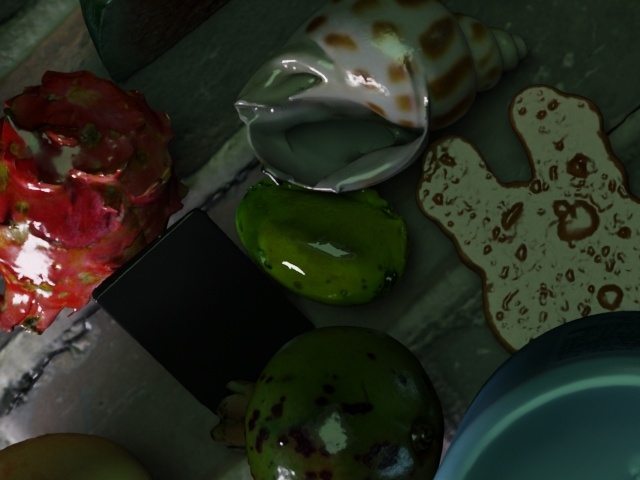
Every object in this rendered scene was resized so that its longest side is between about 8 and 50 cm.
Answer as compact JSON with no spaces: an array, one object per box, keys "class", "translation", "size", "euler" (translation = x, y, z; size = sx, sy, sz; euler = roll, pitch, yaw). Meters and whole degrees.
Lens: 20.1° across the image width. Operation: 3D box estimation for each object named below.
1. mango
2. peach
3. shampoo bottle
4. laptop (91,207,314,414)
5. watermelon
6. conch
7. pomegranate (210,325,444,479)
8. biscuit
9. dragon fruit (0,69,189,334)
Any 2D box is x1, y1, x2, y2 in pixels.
[{"class":"mango","translation":[0.000,0.001,1.729],"size":[0.178,0.100,0.119],"euler":[22,44,18]},{"class":"peach","translation":[-0.257,0.289,1.701],"size":[0.232,0.232,0.232],"euler":[-2,82,11]},{"class":"shampoo bottle","translation":[0.258,0.235,1.491],"size":[0.331,0.342,0.331],"euler":[1,93,10]},{"class":"laptop","translation":[-0.109,0.068,1.716],"size":[0.135,0.197,0.016],"euler":[-40,34,2]},{"class":"watermelon","translation":[-0.130,-0.272,1.785],"size":[0.241,0.154,0.094],"euler":[-29,77,-9]},{"class":"conch","translation":[0.062,-0.153,1.711],"size":[0.275,0.149,0.183],"euler":[-12,99,12]},{"class":"pomegranate","translation":[0.000,0.177,1.671],"size":[0.248,0.202,0.202],"euler":[-1,81,41]},{"class":"biscuit","translation":[0.237,0.017,1.704],"size":[0.202,0.047,0.334],"euler":[-33,78,6]},{"class":"dragon fruit","translation":[-0.240,-0.032,1.734],"size":[0.205,0.210,0.268],"euler":[22,108,2]}]
